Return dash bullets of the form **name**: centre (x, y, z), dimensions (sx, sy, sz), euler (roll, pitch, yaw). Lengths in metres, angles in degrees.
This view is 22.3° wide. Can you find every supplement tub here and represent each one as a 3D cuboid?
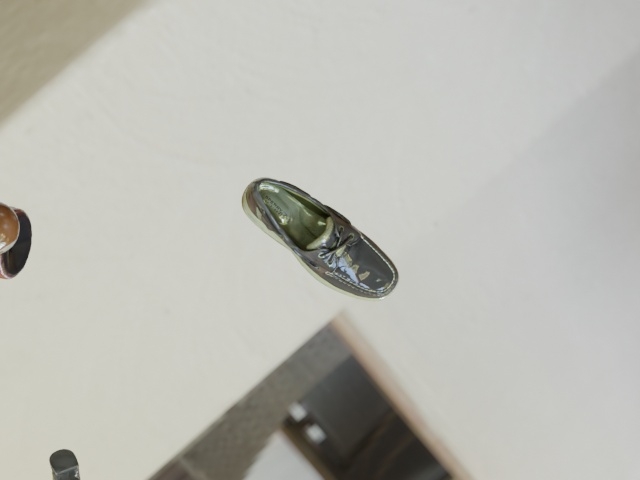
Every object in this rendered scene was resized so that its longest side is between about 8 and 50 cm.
- **supplement tub**: centre (-0.519, -0.010, 2.312), dimensions (0.198, 0.106, 0.106), euler (10, 166, 15)

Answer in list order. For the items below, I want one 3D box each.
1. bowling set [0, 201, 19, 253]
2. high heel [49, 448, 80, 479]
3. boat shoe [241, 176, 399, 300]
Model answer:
- **bowling set**: centre (-0.407, 0.007, 1.561), dimensions (0.200, 0.154, 0.287), euler (22, 179, -1)
- **high heel**: centre (-0.307, 0.427, 2.146), dimensions (0.186, 0.093, 0.261), euler (92, 161, -46)
- **boat shoe**: centre (0.000, -0.001, 1.987), dimensions (0.223, 0.080, 0.073), euler (37, 174, -1)
